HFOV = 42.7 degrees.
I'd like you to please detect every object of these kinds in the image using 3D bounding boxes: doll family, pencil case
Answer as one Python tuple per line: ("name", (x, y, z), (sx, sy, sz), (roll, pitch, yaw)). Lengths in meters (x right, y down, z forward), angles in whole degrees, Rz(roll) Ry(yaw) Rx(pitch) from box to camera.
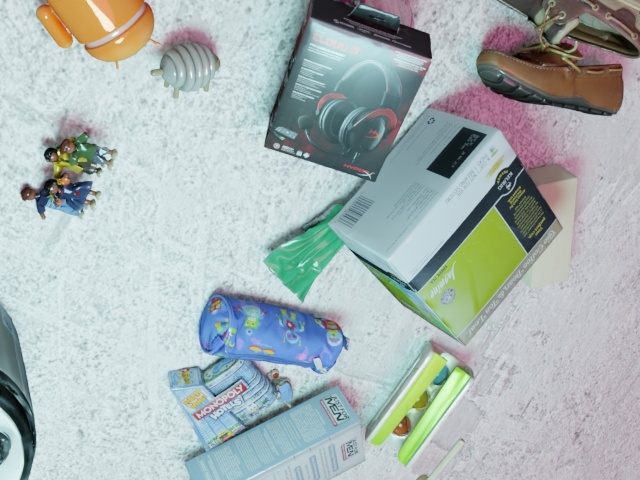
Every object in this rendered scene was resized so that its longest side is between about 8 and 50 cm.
("doll family", (-0.429, -0.106, 1.381), (0.111, 0.076, 0.193), (12, 112, -36))
("pencil case", (-0.095, 0.200, 1.675), (0.306, 0.133, 0.119), (16, 127, -31))

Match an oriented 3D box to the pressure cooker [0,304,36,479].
("pressure cooker", (-0.635, 0.273, 1.262), (0.370, 0.420, 0.375), (30, 100, -36))

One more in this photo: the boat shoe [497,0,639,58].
("boat shoe", (0.459, -0.431, 1.542), (0.342, 0.123, 0.123), (20, 69, -4))

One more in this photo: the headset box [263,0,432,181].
("headset box", (0.048, -0.272, 1.419), (0.218, 0.110, 0.293), (17, 127, -10))

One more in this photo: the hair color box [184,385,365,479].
("hair color box", (-0.092, 0.490, 1.816), (0.374, 0.113, 0.185), (-24, 140, -13))

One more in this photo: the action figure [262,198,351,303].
("action figure", (0.000, 0.000, 1.659), (0.232, 0.063, 0.137), (-45, 125, -7))

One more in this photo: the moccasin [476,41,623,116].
("moccasin", (0.480, -0.348, 1.674), (0.380, 0.139, 0.147), (4, 99, -25))

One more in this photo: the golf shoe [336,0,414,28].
("golf shoe", (0.097, -0.423, 1.466), (0.140, 0.115, 0.306), (-27, 133, -22))

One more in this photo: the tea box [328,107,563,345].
("tea box", (0.256, -0.028, 1.649), (0.329, 0.220, 0.323), (-48, 127, -7))

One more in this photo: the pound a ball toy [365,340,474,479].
("pound a ball toy", (0.253, 0.427, 1.947), (0.208, 0.136, 0.319), (34, 99, 1))

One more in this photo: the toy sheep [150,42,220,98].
("toy sheep", (-0.225, -0.289, 1.378), (0.132, 0.091, 0.091), (-25, 126, -36))

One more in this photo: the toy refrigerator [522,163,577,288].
("toy refrigerator", (0.513, -0.033, 1.884), (0.102, 0.094, 0.269), (-13, 120, -13))

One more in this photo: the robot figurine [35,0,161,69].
("robot figurine", (-0.343, -0.366, 1.253), (0.158, 0.128, 0.219), (-51, 128, -21))

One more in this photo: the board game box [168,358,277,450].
("board game box", (-0.217, 0.321, 1.705), (0.194, 0.060, 0.194), (-33, 124, 6))

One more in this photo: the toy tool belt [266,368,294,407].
("toy tool belt", (-0.084, 0.325, 1.794), (0.052, 0.051, 0.083), (-25, 124, -13))
